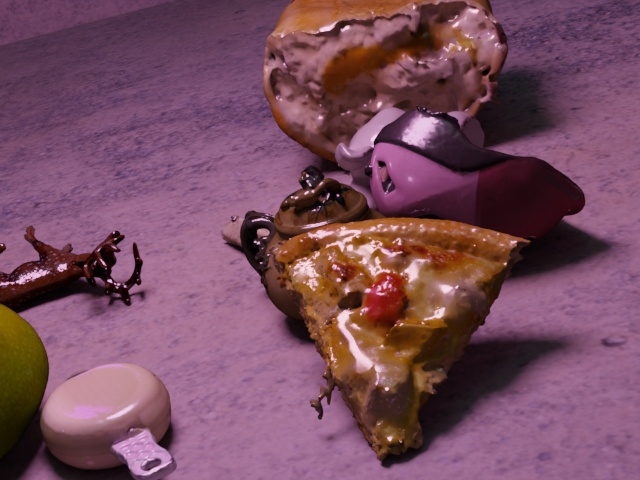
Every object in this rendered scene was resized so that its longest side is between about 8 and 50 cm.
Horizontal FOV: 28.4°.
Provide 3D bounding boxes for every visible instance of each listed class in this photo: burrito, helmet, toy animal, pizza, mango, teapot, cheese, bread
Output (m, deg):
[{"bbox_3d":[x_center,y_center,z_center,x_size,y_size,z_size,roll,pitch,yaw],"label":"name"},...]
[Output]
[{"bbox_3d":[-0.080,0.004,1.705,0.045,0.041,0.185,23,2,-32],"label":"burrito"},{"bbox_3d":[0.170,-0.052,1.527,0.154,0.253,0.198,-55,5,-8],"label":"helmet"},{"bbox_3d":[-0.369,0.052,1.728,0.243,0.087,0.260,-32,28,-9],"label":"toy animal"},{"bbox_3d":[0.081,0.088,1.271,0.280,0.075,0.287,-7,48,8],"label":"pizza"},{"bbox_3d":[-0.396,0.179,1.323,0.192,0.156,0.343,-18,25,14],"label":"mango"},{"bbox_3d":[0.123,-0.106,1.735,0.193,0.127,0.178,-2,27,20],"label":"toy animal"},{"bbox_3d":[0.000,0.000,1.482,0.269,0.182,0.173,9,33,43],"label":"teapot"},{"bbox_3d":[-0.206,0.194,1.297,0.137,0.064,0.227,-26,25,-21],"label":"cheese"},{"bbox_3d":[0.108,-0.277,2.002,0.361,0.250,0.394,-8,19,7],"label":"bread"}]
